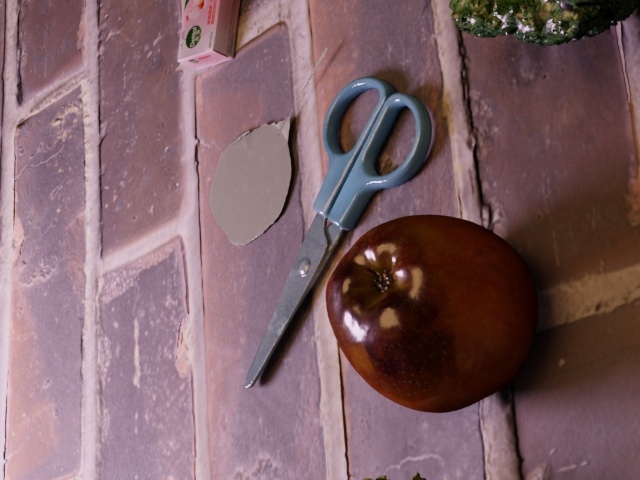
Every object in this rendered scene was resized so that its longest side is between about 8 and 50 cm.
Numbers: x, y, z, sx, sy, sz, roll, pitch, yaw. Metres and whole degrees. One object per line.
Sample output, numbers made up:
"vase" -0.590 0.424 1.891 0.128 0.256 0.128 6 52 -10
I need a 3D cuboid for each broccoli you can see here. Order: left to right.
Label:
"broccoli" 0.261 -0.357 1.420 0.308 0.275 0.308 -29 30 19

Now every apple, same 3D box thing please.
"apple" 0.119 0.076 1.438 0.230 0.230 0.230 -18 63 41

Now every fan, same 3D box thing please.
"fan" -0.064 -0.138 1.850 0.310 0.010 0.182 -58 45 18

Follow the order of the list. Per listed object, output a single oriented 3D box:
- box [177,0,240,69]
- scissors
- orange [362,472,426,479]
"box" -0.169 -0.332 2.005 0.089 0.043 0.125 -10 68 44
"scissors" 0.000 0.000 1.721 0.192 0.029 0.447 35 102 47
"orange" 0.062 0.401 1.377 0.301 0.223 0.300 -47 53 23
